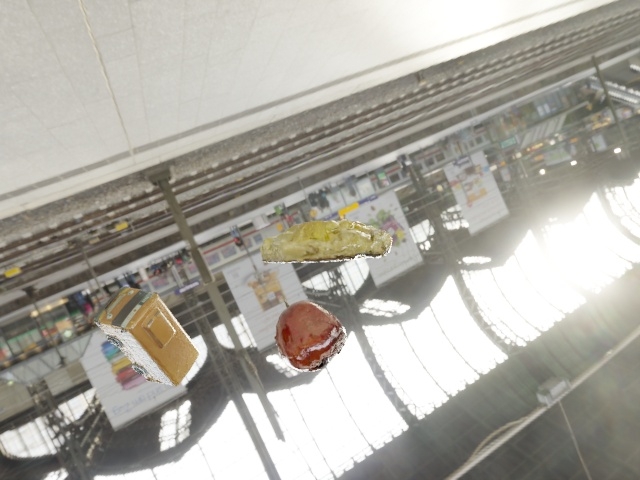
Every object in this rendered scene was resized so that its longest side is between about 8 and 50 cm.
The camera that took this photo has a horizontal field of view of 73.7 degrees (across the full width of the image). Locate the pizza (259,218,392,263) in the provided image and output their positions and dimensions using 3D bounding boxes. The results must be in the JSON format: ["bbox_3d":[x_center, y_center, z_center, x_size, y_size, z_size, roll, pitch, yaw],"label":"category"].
[{"bbox_3d":[0.000,-0.001,0.389,0.098,0.036,0.160,-5,-179,-20],"label":"pizza"}]

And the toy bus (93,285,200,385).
[{"bbox_3d":[-0.336,0.193,0.848,0.114,0.201,0.098,2,-139,27],"label":"toy bus"}]

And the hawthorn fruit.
[{"bbox_3d":[-0.034,0.198,0.935,0.148,0.172,0.148,-33,162,-12],"label":"hawthorn fruit"}]
